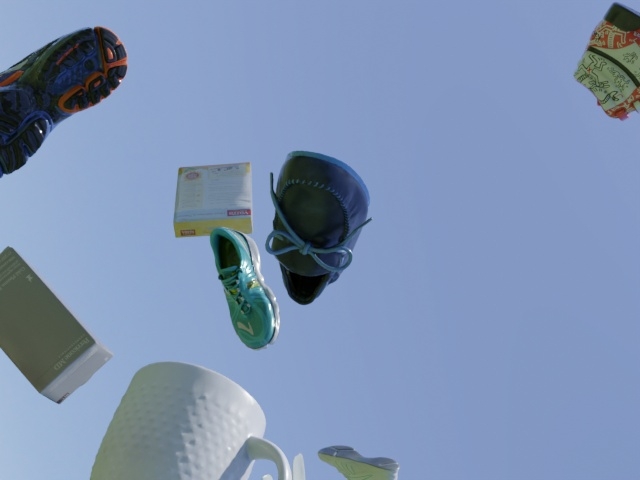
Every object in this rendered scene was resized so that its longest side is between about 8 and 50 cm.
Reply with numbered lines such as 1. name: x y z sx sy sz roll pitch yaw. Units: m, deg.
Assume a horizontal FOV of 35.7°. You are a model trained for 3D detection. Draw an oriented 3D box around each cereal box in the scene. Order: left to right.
1. cereal box: -0.240 -0.093 2.242 0.240 0.173 0.047 -95 -177 -54

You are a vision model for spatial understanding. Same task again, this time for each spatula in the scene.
1. spatula: -0.082 0.630 2.293 0.019 0.168 0.242 3 -79 28

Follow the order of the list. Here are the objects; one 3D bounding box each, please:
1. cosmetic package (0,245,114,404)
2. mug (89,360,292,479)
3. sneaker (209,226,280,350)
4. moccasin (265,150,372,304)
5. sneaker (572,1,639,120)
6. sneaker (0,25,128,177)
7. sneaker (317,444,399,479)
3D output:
1. cosmetic package: -0.468 0.140 1.635 0.238 0.127 0.107 41 -11 21
2. mug: -0.233 0.435 1.789 0.374 0.328 0.276 4 -44 18
3. sneaker: -0.167 0.097 2.022 0.110 0.107 0.275 35 30 -63
4. moccasin: 0.000 0.000 1.332 0.342 0.138 0.117 78 30 -65
5. sneaker: 0.510 -0.225 1.473 0.270 0.090 0.145 33 -66 8
6. sneaker: -0.284 -0.125 0.937 0.087 0.221 0.083 23 -37 60
7. sneaker: 0.057 0.377 1.624 0.152 0.054 0.061 11 -75 35
